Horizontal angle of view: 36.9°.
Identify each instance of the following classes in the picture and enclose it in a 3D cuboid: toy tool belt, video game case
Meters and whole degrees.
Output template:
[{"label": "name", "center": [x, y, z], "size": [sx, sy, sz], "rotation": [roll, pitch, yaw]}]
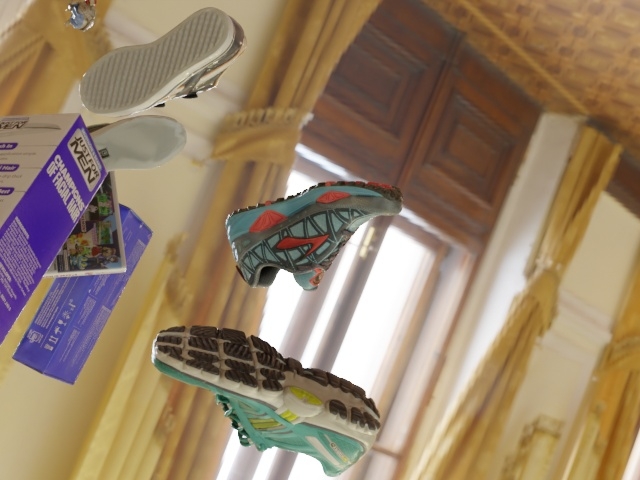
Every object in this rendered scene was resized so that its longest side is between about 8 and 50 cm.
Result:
[{"label": "toy tool belt", "center": [-0.435, -0.413, 1.735], "size": [0.051, 0.052, 0.083], "rotation": [-18, 167, -25]}, {"label": "video game case", "center": [-0.406, -0.038, 1.493], "size": [0.184, 0.201, 0.023], "rotation": [-4, 157, -19]}]

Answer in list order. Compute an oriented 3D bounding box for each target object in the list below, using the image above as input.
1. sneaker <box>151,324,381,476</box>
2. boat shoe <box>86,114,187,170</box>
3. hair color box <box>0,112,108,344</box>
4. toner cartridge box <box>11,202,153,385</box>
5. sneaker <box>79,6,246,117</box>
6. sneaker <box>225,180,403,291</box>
[{"label": "sneaker", "center": [-0.067, 0.184, 1.064], "size": [0.275, 0.110, 0.107], "rotation": [28, -160, -11]}, {"label": "boat shoe", "center": [-0.300, -0.134, 1.350], "size": [0.219, 0.077, 0.070], "rotation": [-15, -153, -15]}, {"label": "hair color box", "center": [-0.409, -0.008, 1.123], "size": [0.185, 0.338, 0.110], "rotation": [1, 135, 20]}, {"label": "toner cartridge box", "center": [-0.454, 0.100, 1.859], "size": [0.075, 0.347, 0.165], "rotation": [23, 167, 11]}, {"label": "sneaker", "center": [-0.276, -0.306, 1.739], "size": [0.321, 0.126, 0.127], "rotation": [-21, 170, 18]}, {"label": "sneaker", "center": [0.000, 0.000, 1.225], "size": [0.262, 0.125, 0.104], "rotation": [-16, 170, 36]}]
